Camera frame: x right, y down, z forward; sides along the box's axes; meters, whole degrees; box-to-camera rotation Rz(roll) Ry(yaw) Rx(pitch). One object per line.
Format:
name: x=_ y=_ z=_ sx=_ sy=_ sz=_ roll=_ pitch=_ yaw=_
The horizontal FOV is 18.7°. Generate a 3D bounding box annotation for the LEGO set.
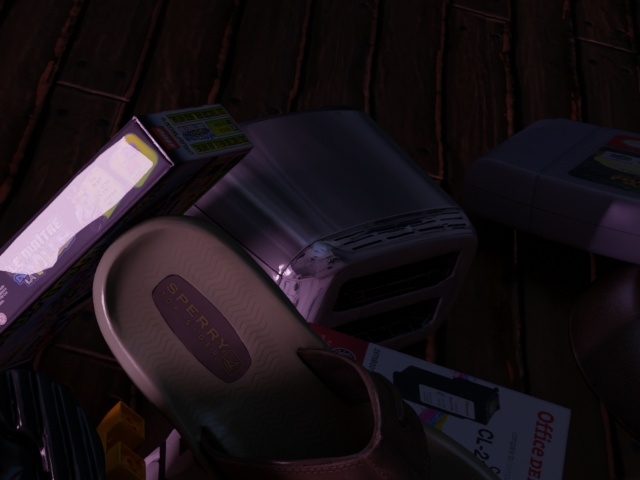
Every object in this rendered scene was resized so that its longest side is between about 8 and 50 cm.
LEGO set: x=-0.115 y=0.165 z=1.029 sx=0.087 sy=0.093 sz=0.227 roll=42 pitch=19 yaw=-22

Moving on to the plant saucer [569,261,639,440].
plant saucer: x=0.334 y=0.088 z=1.394 sx=0.310 sy=0.050 sz=0.310 roll=13 pitch=32 yaw=-8

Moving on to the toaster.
toaster: x=0.000 y=0.000 z=1.296 sx=0.227 sy=0.129 sz=0.146 roll=-13 pitch=46 yaw=-43

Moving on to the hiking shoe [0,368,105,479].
hiking shoe: x=-0.239 y=0.179 z=0.932 sx=0.304 sy=0.132 sz=0.113 roll=-30 pitch=85 yaw=-29

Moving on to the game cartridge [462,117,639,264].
game cartridge: x=0.266 y=-0.027 z=1.459 sx=0.294 sy=0.060 sz=0.196 roll=14 pitch=23 yaw=19

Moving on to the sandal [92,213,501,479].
sandal: x=-0.007 y=0.106 z=1.044 sx=0.303 sy=0.086 sz=0.120 roll=42 pitch=76 yaw=4

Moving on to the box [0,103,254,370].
box: x=-0.140 y=0.004 z=1.123 sx=0.036 sy=0.207 sz=0.114 roll=51 pitch=21 yaw=8

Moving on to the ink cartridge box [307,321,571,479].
ink cartridge box: x=0.054 y=0.133 z=1.159 sx=0.175 sy=0.072 sz=0.127 roll=18 pitch=31 yaw=1
